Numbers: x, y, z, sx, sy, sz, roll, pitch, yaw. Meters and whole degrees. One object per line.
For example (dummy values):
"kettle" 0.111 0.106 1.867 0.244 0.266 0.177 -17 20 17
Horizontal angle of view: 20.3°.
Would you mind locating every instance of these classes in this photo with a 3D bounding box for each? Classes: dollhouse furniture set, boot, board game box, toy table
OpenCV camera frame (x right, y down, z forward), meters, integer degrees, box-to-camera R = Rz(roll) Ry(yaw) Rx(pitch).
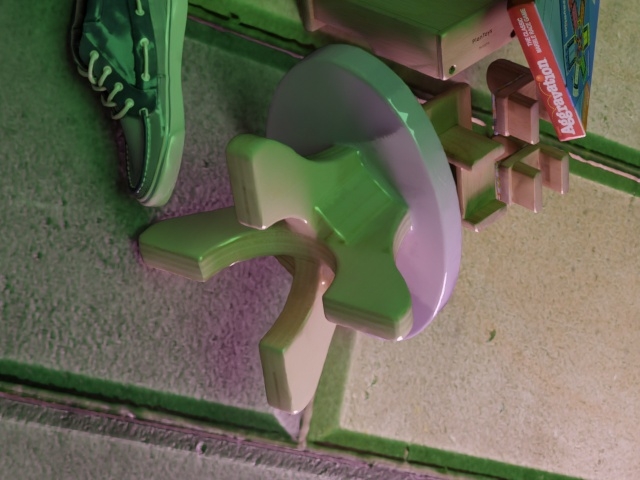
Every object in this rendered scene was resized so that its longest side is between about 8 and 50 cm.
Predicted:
"dollhouse furniture set" 0.087 -0.115 1.564 0.212 0.161 0.242 -32 132 -32
"boot" -0.157 -0.123 1.401 0.086 0.069 0.190 5 81 -30
"board game box" 0.208 -0.231 1.549 0.281 0.027 0.145 -76 146 -45
"toy table" 0.000 0.000 1.420 0.161 0.252 0.274 -43 125 -39
